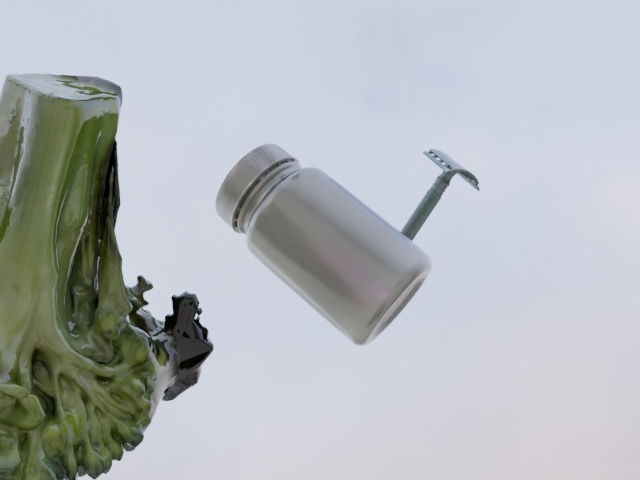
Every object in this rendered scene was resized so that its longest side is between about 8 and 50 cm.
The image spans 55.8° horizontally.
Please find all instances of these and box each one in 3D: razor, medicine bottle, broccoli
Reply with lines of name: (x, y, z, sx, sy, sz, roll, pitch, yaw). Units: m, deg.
razor: (0.156, -0.030, 0.980, 0.068, 0.106, 0.231, 25, -72, -21)
medicine bottle: (0.000, 0.000, 0.549, 0.187, 0.103, 0.102, 40, -52, 17)
broccoli: (-0.180, 0.012, 0.390, 0.247, 0.263, 0.243, 13, -69, -25)
